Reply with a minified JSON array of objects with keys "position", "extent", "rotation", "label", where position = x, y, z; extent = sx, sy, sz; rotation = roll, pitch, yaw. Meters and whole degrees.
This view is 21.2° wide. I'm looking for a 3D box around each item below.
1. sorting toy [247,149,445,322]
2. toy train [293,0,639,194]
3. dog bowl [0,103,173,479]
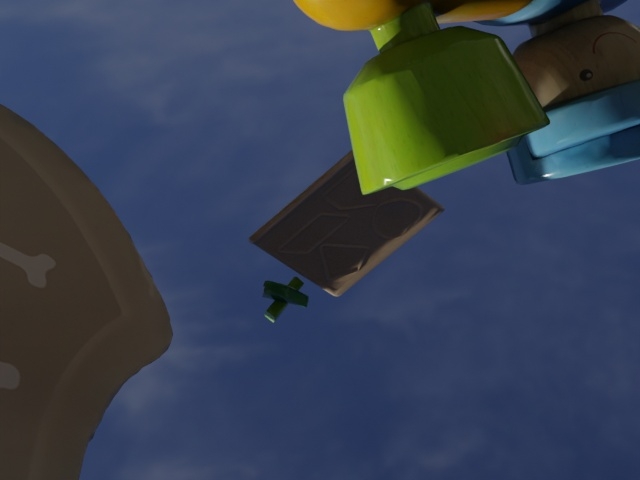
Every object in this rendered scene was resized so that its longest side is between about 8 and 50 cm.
[{"position":[0.000,0.000,0.656],"extent":[0.083,0.062,0.012],"rotation":[-40,-131,18],"label":"sorting toy"},{"position":[0.008,-0.075,0.399],"extent":[0.105,0.143,0.248],"rotation":[-19,177,36],"label":"toy train"},{"position":[-0.195,0.112,0.621],"extent":[0.349,0.348,0.102],"rotation":[15,-171,41],"label":"dog bowl"}]
